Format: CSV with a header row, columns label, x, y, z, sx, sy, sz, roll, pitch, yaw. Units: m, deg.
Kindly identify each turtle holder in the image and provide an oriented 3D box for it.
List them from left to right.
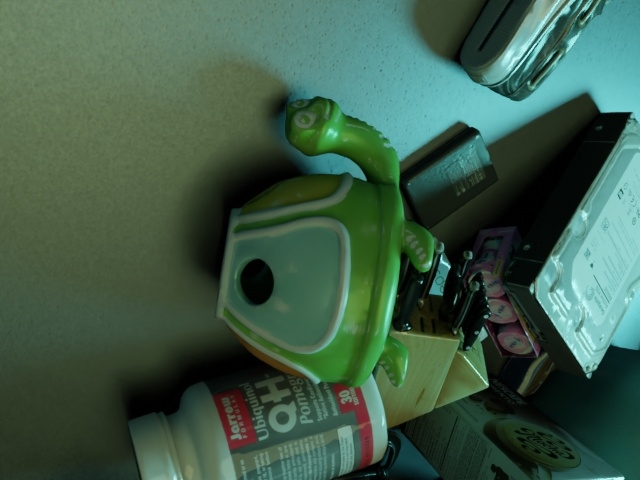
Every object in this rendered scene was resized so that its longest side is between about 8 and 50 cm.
label,x,y,z,sx,sy,sz,roll,pitch,yaw
turtle holder,-0.001,0.015,0.866,0.227,0.243,0.321,9,121,-7

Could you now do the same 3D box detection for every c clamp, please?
label,x,y,z,sx,sy,sz,roll,pitch,yaw
c clamp,0.057,0.369,1.180,0.160,0.022,0.137,-5,114,-21

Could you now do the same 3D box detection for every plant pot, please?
label,x,y,z,sx,sy,sz,roll,pitch,yaw
plant pot,0.529,0.319,1.175,0.292,0.235,0.293,2,83,-13

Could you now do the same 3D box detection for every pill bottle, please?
label,x,y,z,sx,sy,sz,roll,pitch,yaw
pill bottle,-0.086,0.260,0.971,0.318,0.176,0.177,-13,117,-20

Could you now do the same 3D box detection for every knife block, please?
label,x,y,z,sx,sy,sz,roll,pitch,yaw
knife block,0.115,0.128,0.997,0.275,0.088,0.242,-29,121,23

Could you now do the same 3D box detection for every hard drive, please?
label,x,y,z,sx,sy,sz,roll,pitch,yaw
hard drive,0.183,-0.086,1.029,0.135,0.022,0.094,-35,123,-7
hard drive,0.418,0.006,1.091,0.339,0.064,0.237,-53,124,-19

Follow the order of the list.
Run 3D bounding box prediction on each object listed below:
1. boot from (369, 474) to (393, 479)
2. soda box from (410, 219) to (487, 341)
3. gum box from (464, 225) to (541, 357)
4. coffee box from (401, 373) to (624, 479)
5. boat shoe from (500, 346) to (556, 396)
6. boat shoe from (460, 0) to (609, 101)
label,x,y,z,sx,sy,sz,roll,pitch,yaw
boot,0.173,0.438,1.176,0.222,0.338,0.118,16,68,5
soda box,0.166,0.078,1.069,0.074,0.069,0.216,-36,122,-5
gum box,0.284,0.076,1.095,0.188,0.062,0.107,57,44,-32
coffee box,0.274,0.321,1.093,0.168,0.297,0.119,7,106,-26
boat shoe,0.372,0.188,1.222,0.066,0.066,0.183,15,115,-34
boat shoe,0.317,-0.335,0.939,0.119,0.121,0.335,24,112,-39
